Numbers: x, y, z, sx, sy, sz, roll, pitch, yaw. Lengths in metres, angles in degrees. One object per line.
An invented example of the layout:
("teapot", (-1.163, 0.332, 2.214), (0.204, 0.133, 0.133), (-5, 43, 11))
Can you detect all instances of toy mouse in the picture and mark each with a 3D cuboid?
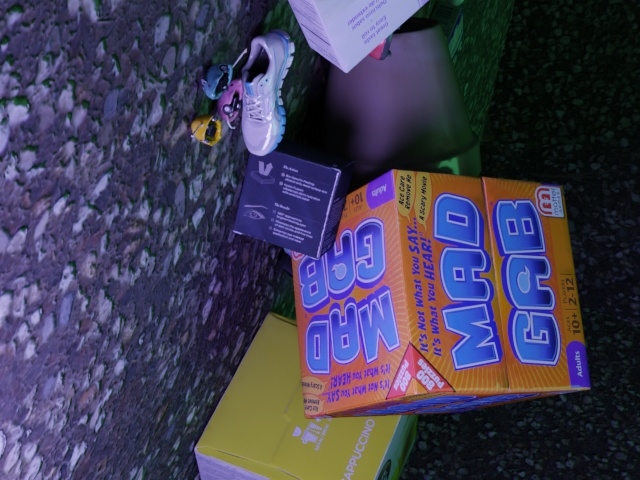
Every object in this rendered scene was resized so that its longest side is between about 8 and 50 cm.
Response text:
("toy mouse", (-0.139, -0.202, 1.427), (0.161, 0.031, 0.143), (14, 96, -76))

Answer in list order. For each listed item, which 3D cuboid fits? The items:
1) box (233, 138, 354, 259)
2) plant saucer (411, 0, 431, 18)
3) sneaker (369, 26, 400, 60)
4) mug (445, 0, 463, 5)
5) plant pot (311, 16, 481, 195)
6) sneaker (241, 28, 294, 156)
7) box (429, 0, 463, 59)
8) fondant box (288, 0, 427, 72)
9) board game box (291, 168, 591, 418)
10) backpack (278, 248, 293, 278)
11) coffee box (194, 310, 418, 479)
("box", (-0.043, -0.073, 1.702), (0.093, 0.156, 0.158), (-38, 145, -66))
("plant saucer", (0.193, -0.520, 2.187), (0.310, 0.050, 0.310), (15, 90, -79))
("sneaker", (0.057, -0.410, 1.764), (0.276, 0.135, 0.097), (-90, -167, -49))
("mug", (0.379, -0.693, 2.299), (0.374, 0.276, 0.328), (-60, 177, 8))
("plant pot", (0.133, -0.257, 1.914), (0.323, 0.323, 0.280), (-46, 136, -59))
("sneaker", (-0.093, -0.216, 1.532), (0.083, 0.071, 0.190), (-26, 125, -62))
("box", (0.310, -0.516, 2.636), (0.137, 0.072, 0.126), (69, 43, -70))
("fondant box", (0.047, -0.422, 1.389), (0.238, 0.096, 0.330), (-42, 146, -8))
("board game box", (0.194, 0.108, 1.800), (0.356, 0.356, 0.356), (-27, -116, 57))
("backpack", (0.000, 0.000, 2.025), (0.182, 0.115, 0.152), (-53, 170, -4))
("coffee box", (-0.014, 0.404, 2.065), (0.334, 0.338, 0.337), (89, 24, -53))
